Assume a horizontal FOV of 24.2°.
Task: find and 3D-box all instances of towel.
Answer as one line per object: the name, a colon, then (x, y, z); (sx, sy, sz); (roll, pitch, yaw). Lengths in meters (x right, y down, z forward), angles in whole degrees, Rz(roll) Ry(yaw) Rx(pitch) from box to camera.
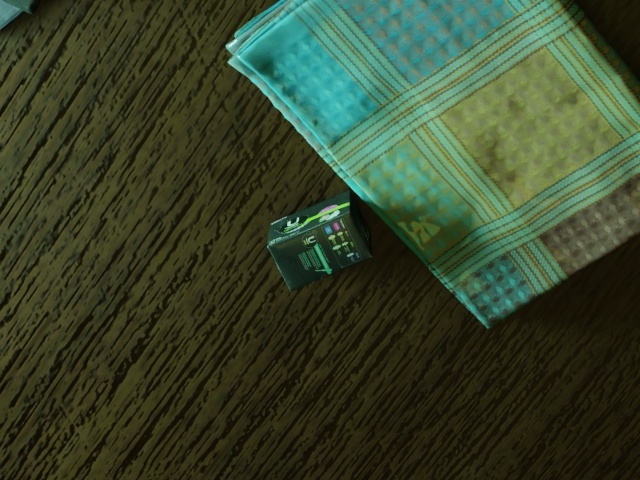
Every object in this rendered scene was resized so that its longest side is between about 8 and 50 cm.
towel: (0.132, -0.110, 1.307); (0.271, 0.040, 0.370); (-35, 109, 28)

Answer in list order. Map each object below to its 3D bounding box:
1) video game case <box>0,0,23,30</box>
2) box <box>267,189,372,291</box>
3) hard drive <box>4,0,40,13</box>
video game case: (-0.250, -0.324, 1.259); (0.274, 0.026, 0.196); (-36, 108, 14)
box: (0.000, 0.000, 1.368); (0.083, 0.062, 0.052); (-24, 109, 9)
hard drive: (-0.258, -0.270, 1.254); (0.094, 0.022, 0.135); (25, 110, -10)
